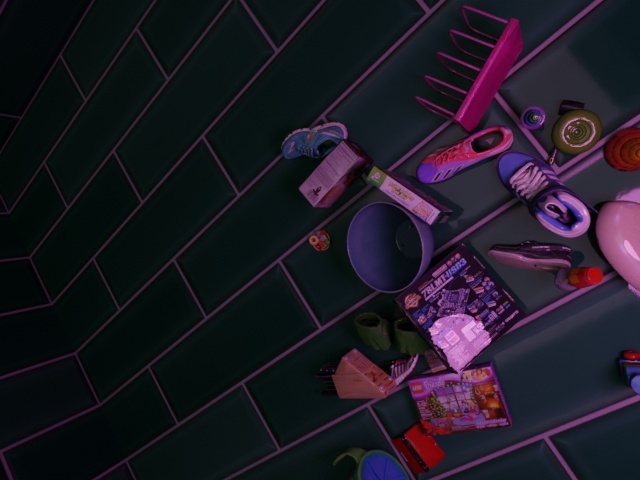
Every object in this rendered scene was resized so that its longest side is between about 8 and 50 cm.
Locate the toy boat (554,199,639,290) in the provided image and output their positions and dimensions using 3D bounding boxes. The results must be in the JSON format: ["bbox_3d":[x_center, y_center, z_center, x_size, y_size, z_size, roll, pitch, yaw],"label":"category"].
[{"bbox_3d":[0.800,0.041,1.144,0.318,0.148,0.268,-27,82,-7],"label":"toy boat"}]

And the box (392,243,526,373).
[{"bbox_3d":[0.435,0.213,1.331,0.295,0.073,0.293,-39,77,-5],"label":"box"}]

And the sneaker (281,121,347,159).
[{"bbox_3d":[-0.031,-0.356,1.553,0.275,0.107,0.110,-12,58,28],"label":"sneaker"}]

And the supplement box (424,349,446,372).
[{"bbox_3d":[0.400,0.408,1.456,0.054,0.043,0.083,-28,83,28],"label":"supplement box"}]

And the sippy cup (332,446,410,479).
[{"bbox_3d":[0.180,0.930,1.527,0.224,0.239,0.306,-57,31,30],"label":"sippy cup"}]

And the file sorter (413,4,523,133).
[{"bbox_3d":[0.441,-0.512,1.269,0.182,0.202,0.291,35,109,23],"label":"file sorter"}]

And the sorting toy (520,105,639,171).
[{"bbox_3d":[0.738,-0.288,1.152,0.365,0.126,0.127,25,113,14],"label":"sorting toy"}]

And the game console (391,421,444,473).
[{"bbox_3d":[0.354,0.757,1.528,0.144,0.085,0.124,52,145,14],"label":"game console"}]

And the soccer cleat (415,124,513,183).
[{"bbox_3d":[0.444,-0.276,1.332,0.318,0.116,0.109,-22,84,26],"label":"soccer cleat"}]

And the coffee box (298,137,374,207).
[{"bbox_3d":[0.058,-0.238,1.520,0.246,0.141,0.098,-45,74,22],"label":"coffee box"}]

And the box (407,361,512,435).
[{"bbox_3d":[0.468,0.543,1.426,0.293,0.057,0.201,-21,84,27],"label":"box"}]

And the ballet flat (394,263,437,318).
[{"bbox_3d":[0.352,0.183,1.457,0.058,0.084,0.250,28,109,-24],"label":"ballet flat"}]

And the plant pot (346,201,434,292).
[{"bbox_3d":[0.260,0.008,1.391,0.290,0.195,0.291,11,106,41],"label":"plant pot"}]

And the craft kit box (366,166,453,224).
[{"bbox_3d":[0.292,-0.142,1.348,0.246,0.249,0.061,36,108,19],"label":"craft kit box"}]

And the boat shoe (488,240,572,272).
[{"bbox_3d":[0.644,0.043,1.294,0.232,0.084,0.079,7,64,33],"label":"boat shoe"}]

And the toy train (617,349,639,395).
[{"bbox_3d":[0.954,0.367,1.116,0.247,0.143,0.105,-6,92,27],"label":"toy train"}]

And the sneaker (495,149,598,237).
[{"bbox_3d":[0.624,-0.143,1.185,0.130,0.236,0.323,-44,75,23],"label":"sneaker"}]

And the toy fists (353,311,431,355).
[{"bbox_3d":[0.255,0.328,1.473,0.278,0.096,0.142,1,128,28],"label":"toy fists"}]

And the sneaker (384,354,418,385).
[{"bbox_3d":[0.286,0.451,1.506,0.074,0.063,0.171,39,115,12],"label":"sneaker"}]

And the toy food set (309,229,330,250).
[{"bbox_3d":[0.000,0.000,1.636,0.082,0.020,0.083,-45,74,23],"label":"toy food set"}]

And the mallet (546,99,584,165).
[{"bbox_3d":[0.707,-0.321,1.244,0.062,0.039,0.190,28,110,21],"label":"mallet"}]

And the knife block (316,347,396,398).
[{"bbox_3d":[0.117,0.543,1.567,0.275,0.088,0.242,34,121,27],"label":"knife block"}]
